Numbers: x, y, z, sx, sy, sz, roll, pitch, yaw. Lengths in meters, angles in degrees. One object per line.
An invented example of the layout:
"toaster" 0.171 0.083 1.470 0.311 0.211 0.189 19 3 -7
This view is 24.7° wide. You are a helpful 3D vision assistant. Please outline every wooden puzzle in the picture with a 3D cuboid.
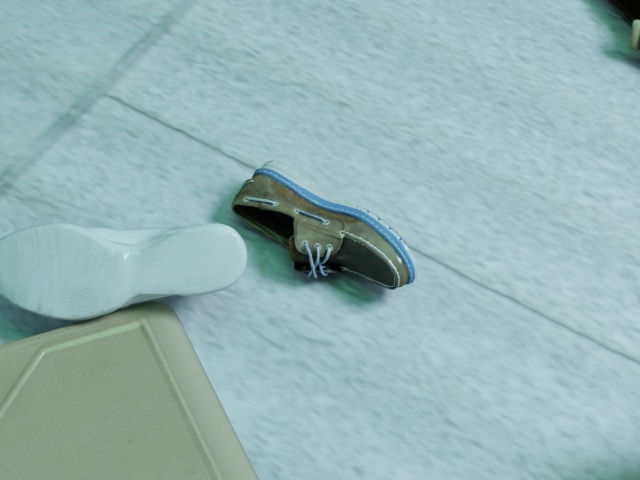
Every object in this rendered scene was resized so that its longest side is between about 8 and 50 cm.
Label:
"wooden puzzle" -0.184 0.162 1.137 0.239 0.044 0.221 -13 53 -25

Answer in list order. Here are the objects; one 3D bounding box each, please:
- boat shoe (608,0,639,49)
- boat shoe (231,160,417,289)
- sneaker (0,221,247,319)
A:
"boat shoe" 0.366 -0.214 1.519 0.095 0.095 0.257 -21 50 -8
"boat shoe" 0.000 0.000 1.290 0.183 0.066 0.066 30 56 27
"sneaker" -0.169 0.021 1.230 0.212 0.094 0.080 -2 94 -5
